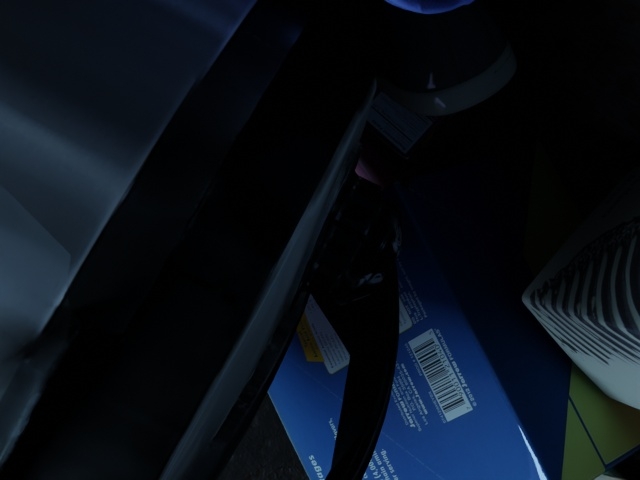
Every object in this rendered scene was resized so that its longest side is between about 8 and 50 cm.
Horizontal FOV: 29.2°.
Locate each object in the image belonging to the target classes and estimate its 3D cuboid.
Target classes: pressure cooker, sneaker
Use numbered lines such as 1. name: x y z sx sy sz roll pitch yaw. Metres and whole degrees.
1. pressure cooker: -0.160 0.001 0.573 0.420 0.370 0.375 28 170 -3
2. sneaker: 0.020 -0.153 0.664 0.222 0.083 0.118 33 152 56

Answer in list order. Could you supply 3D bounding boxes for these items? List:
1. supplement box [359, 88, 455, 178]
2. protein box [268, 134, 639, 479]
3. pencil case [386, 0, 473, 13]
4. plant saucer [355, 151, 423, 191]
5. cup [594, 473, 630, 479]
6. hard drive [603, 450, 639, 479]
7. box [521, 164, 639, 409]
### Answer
1. supplement box: 0.059 -0.085 0.732 0.043 0.083 0.055 41 171 4
2. protein box: 0.079 0.076 0.785 0.201 0.136 0.200 -38 76 49
3. pencil case: -0.041 -0.203 0.504 0.306 0.119 0.133 35 159 36
4. plant saucer: 0.000 0.000 1.044 0.332 0.084 0.332 36 142 34
5. cup: 0.269 0.323 0.928 0.331 0.237 0.331 17 168 3
6. hard drive: 0.189 0.117 1.171 0.339 0.064 0.237 42 170 -1
7. box: 0.221 0.039 0.573 0.094 0.113 0.275 46 168 -20
